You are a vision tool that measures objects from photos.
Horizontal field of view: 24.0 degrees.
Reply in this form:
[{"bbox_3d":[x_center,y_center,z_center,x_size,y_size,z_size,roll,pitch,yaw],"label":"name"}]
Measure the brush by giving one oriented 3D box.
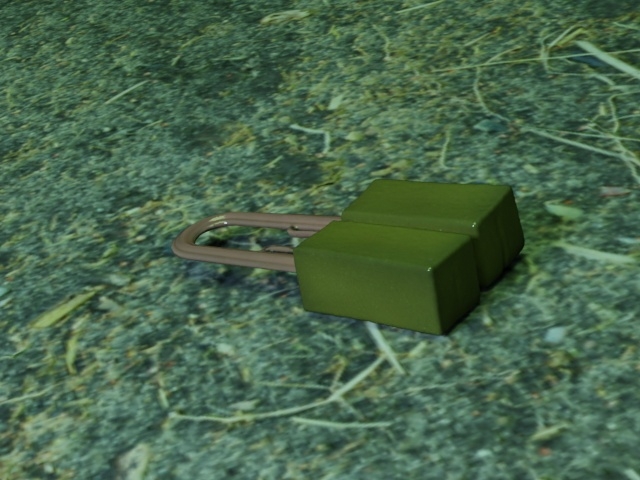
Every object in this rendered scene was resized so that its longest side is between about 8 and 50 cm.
[{"bbox_3d":[0.000,0.000,0.931,0.233,0.047,0.103,7,32,37],"label":"brush"}]
